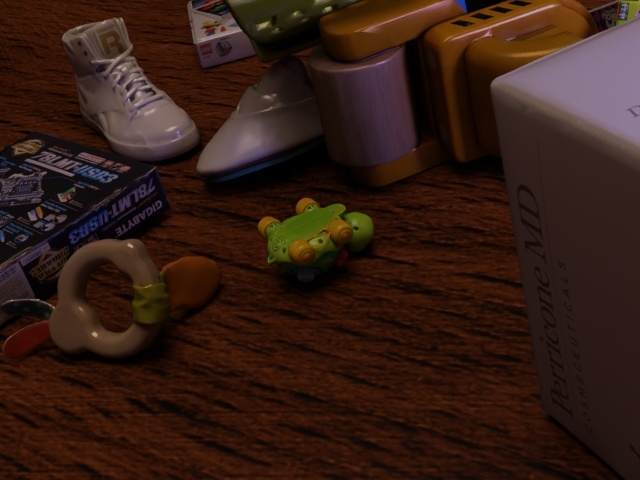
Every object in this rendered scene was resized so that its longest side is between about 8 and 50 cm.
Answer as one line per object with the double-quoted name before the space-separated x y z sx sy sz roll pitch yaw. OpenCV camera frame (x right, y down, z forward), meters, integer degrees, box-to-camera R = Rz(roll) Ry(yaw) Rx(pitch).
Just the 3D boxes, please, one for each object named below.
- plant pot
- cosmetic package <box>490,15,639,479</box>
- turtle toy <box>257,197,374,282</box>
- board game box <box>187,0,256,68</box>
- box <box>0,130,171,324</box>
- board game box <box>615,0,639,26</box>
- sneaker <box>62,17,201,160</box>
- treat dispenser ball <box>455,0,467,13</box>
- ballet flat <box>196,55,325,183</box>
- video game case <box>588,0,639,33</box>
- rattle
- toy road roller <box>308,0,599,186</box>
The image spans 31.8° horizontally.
"plant pot" -0.027 -0.359 1.360 0.227 0.207 0.228 -22 71 0
"cosmetic package" 0.376 0.029 0.767 0.327 0.329 0.393 -25 32 -15
"turtle toy" 0.000 0.000 1.217 0.130 0.066 0.095 -26 33 -19
"board game box" -0.063 -0.380 1.855 0.305 0.053 0.193 -15 32 -1
"box" -0.390 -0.023 1.410 0.295 0.073 0.293 18 44 42
"board game box" 0.366 -0.170 1.237 0.092 0.181 0.043 10 1 34
"sneaker" -0.283 -0.224 1.593 0.108 0.169 0.292 -30 36 -27
"treat dispenser ball" 0.114 -0.407 1.600 0.288 0.288 0.288 -11 32 7
"ballet flat" 0.014 -0.197 1.455 0.400 0.139 0.139 -20 32 -8
"video game case" 0.426 -0.299 1.408 0.232 0.042 0.210 -22 7 -20
"rattle" -0.231 0.064 1.214 0.199 0.130 0.143 -30 12 28
"toy road roller" 0.173 -0.179 1.297 0.329 0.202 0.240 -21 32 -11
